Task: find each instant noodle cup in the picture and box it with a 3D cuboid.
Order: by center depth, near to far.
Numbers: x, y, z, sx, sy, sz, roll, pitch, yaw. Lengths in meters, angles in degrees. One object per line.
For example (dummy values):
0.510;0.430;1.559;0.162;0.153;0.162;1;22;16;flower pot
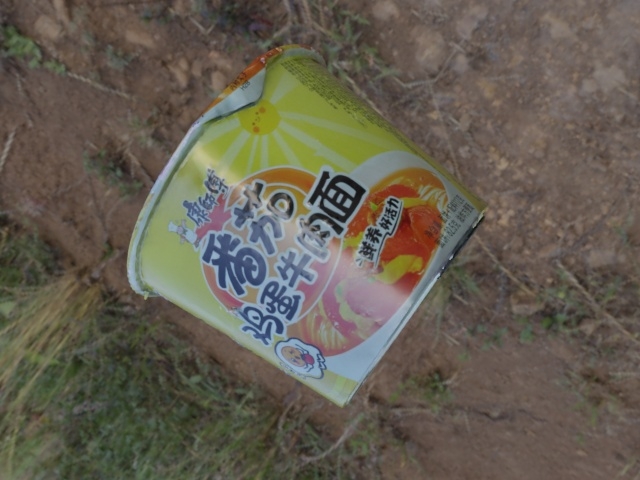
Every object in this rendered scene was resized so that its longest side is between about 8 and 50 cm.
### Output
0.000;0.000;0.594;0.200;0.264;0.264;36;174;10;instant noodle cup
